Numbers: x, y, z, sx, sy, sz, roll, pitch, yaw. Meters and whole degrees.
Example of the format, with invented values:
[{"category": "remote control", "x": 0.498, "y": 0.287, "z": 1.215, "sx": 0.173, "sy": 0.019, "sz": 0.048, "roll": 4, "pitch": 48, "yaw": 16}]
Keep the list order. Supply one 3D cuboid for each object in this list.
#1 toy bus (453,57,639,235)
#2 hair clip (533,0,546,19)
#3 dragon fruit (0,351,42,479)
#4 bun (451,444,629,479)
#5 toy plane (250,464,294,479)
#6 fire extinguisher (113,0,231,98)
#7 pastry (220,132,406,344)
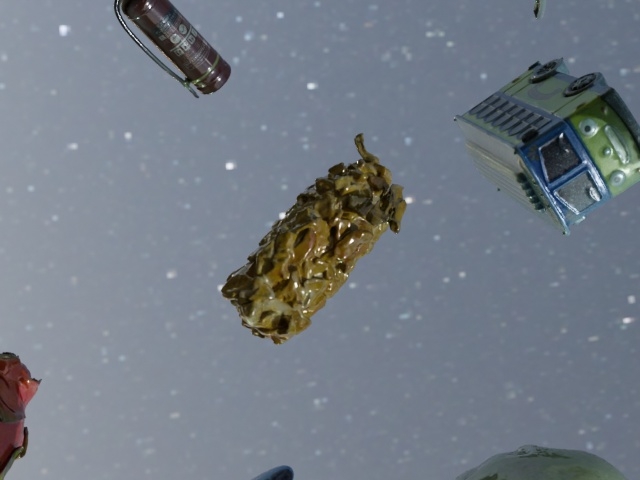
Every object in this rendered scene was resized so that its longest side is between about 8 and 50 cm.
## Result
[{"category": "toy bus", "x": 0.331, "y": -0.140, "z": 1.890, "sx": 0.152, "sy": 0.190, "sz": 0.312, "roll": 57, "pitch": -1, "yaw": -18}, {"category": "hair clip", "x": 0.156, "y": -0.202, "z": 1.018, "sx": 0.115, "sy": 0.039, "sz": 0.030, "roll": 39, "pitch": 44, "yaw": -72}, {"category": "dragon fruit", "x": -0.480, "y": 0.231, "z": 1.688, "sx": 0.224, "sy": 0.227, "sz": 0.224, "roll": 14, "pitch": -53, "yaw": 19}, {"category": "bun", "x": 0.192, "y": 0.309, "z": 1.362, "sx": 0.179, "sy": 0.283, "sz": 0.283, "roll": 56, "pitch": -40, "yaw": 39}, {"category": "toy plane", "x": -0.129, "y": 0.342, "z": 1.426, "sx": 0.254, "sy": 0.271, "sz": 0.105, "roll": 49, "pitch": -28, "yaw": -4}, {"category": "fire extinguisher", "x": -0.153, "y": -0.209, "z": 1.322, "sx": 0.064, "sy": 0.158, "sz": 0.043, "roll": -51, "pitch": -143, "yaw": -7}, {"category": "pastry", "x": 0.000, "y": 0.000, "z": 1.446, "sx": 0.102, "sy": 0.250, "sz": 0.154, "roll": 43, "pitch": -13, "yaw": -5}]
